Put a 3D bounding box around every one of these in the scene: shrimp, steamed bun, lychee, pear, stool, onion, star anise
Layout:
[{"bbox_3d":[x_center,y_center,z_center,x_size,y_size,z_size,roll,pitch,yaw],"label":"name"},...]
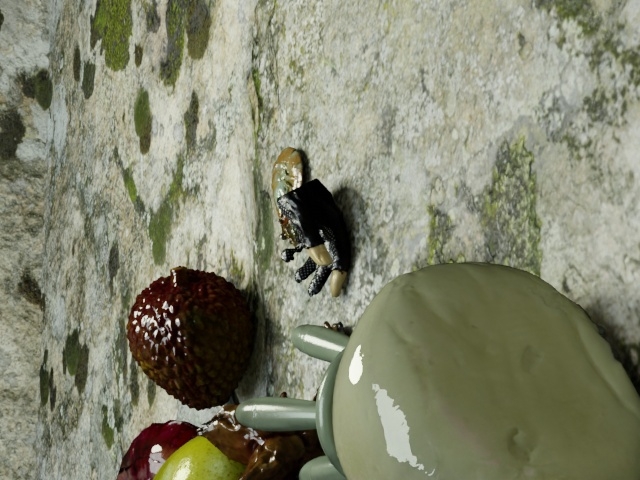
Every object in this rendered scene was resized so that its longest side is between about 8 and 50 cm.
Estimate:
[{"bbox_3d":[-0.054,-0.073,1.930,0.091,0.043,0.184,-27,62,55],"label":"shrimp"},{"bbox_3d":[0.156,0.198,1.203,0.233,0.312,0.334,117,147,-42],"label":"steamed bun"},{"bbox_3d":[-0.230,0.175,2.051,0.236,0.236,0.271,8,118,63],"label":"lychee"},{"bbox_3d":[-0.149,0.444,1.799,0.294,0.294,0.294,-13,75,62],"label":"pear"},{"bbox_3d":[0.030,0.231,1.540,0.199,0.195,0.195,-12,36,55],"label":"stool"},{"bbox_3d":[-0.251,0.446,2.094,0.252,0.219,0.252,7,111,20],"label":"onion"},{"bbox_3d":[-0.043,0.269,1.697,0.346,0.237,0.148,-57,-15,-25],"label":"star anise"}]

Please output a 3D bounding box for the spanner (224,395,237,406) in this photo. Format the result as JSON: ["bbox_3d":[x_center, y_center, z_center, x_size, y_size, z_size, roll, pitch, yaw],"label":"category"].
[{"bbox_3d":[-0.147,0.343,2.090,0.302,0.017,0.071,58,136,50],"label":"spanner"}]

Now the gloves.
[{"bbox_3d":[0.001,-0.001,1.780,0.180,0.106,0.129,63,152,-3],"label":"gloves"}]
